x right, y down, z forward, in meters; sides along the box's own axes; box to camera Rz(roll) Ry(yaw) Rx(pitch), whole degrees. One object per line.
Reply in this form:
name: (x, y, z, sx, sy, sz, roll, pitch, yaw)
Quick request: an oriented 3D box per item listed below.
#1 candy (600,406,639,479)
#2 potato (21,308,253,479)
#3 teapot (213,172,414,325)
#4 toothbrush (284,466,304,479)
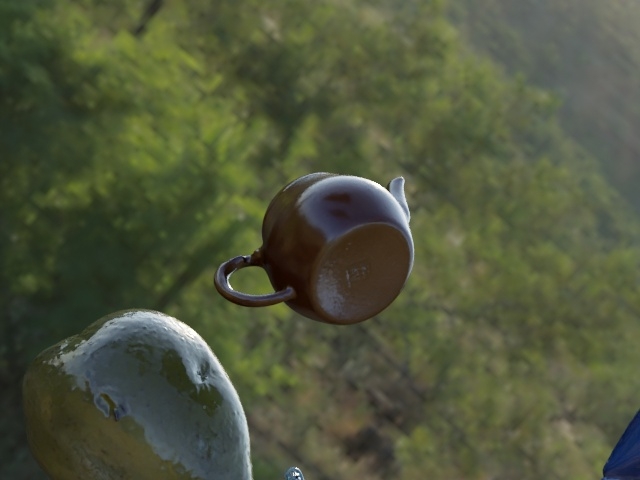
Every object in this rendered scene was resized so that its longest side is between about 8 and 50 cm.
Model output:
candy: (0.312, 0.056, 1.082, 0.187, 0.331, 0.077, 20, -18, 19)
potato: (-0.132, 0.146, 1.302, 0.194, 0.157, 0.157, 56, 9, 3)
teapot: (0.000, 0.000, 1.269, 0.116, 0.173, 0.116, 53, -21, 31)
toothbrush: (0.011, 0.232, 1.038, 0.022, 0.017, 0.204, -104, 178, -84)
